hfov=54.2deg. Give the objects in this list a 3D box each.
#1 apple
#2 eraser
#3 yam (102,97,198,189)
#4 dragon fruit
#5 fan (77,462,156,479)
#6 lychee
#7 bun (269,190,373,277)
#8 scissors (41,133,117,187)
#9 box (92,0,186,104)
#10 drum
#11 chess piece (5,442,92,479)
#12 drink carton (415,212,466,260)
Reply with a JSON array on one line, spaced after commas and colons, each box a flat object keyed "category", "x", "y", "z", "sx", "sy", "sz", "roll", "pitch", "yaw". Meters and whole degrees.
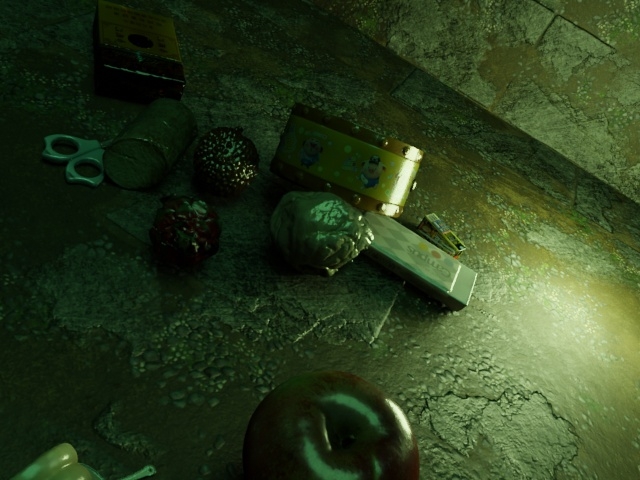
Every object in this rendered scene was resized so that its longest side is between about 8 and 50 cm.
[{"category": "apple", "x": 0.017, "y": 0.416, "z": 1.165, "sx": 0.348, "sy": 0.277, "sz": 0.349, "roll": 15, "pitch": 40, "yaw": -13}, {"category": "eraser", "x": 0.276, "y": 0.052, "z": 1.892, "sx": 0.396, "sy": 0.082, "sz": 0.213, "roll": 33, "pitch": 39, "yaw": 3}, {"category": "yam", "x": -0.457, "y": -0.270, "z": 1.719, "sx": 0.168, "sy": 0.168, "sz": 0.304, "roll": 25, "pitch": 37, "yaw": -6}, {"category": "dragon fruit", "x": -0.328, "y": -0.027, "z": 1.525, "sx": 0.182, "sy": 0.182, "sz": 0.189, "roll": 19, "pitch": 59, "yaw": -14}, {"category": "fan", "x": -0.392, "y": 0.441, "z": 1.089, "sx": 0.226, "sy": 0.008, "sz": 0.152, "roll": -14, "pitch": 55, "yaw": -41}, {"category": "lychee", "x": -0.266, "y": -0.229, "z": 1.769, "sx": 0.200, "sy": 0.200, "sz": 0.238, "roll": 19, "pitch": 61, "yaw": -13}, {"category": "bun", "x": -0.012, "y": -0.008, "z": 1.657, "sx": 0.281, "sy": 0.281, "sz": 0.205, "roll": 29, "pitch": 72, "yaw": -1}, {"category": "scissors", "x": -0.587, "y": -0.255, "z": 1.724, "sx": 0.191, "sy": 0.029, "sz": 0.360, "roll": 41, "pitch": 37, "yaw": 7}, {"category": "box", "x": -0.596, "y": -0.606, "z": 2.036, "sx": 0.264, "sy": 0.116, "sz": 0.415, "roll": 8, "pitch": 42, "yaw": -27}, {"category": "drum", "x": 0.080, "y": -0.234, "z": 1.838, "sx": 0.431, "sy": 0.214, "sz": 0.431, "roll": 20, "pitch": 9, "yaw": -3}, {"category": "chess piece", "x": -0.368, "y": 0.479, "z": 0.957, "sx": 0.300, "sy": 0.167, "sz": 0.167, "roll": 47, "pitch": 40, "yaw": 8}, {"category": "drink carton", "x": 0.392, "y": -0.006, "z": 2.039, "sx": 0.056, "sy": 0.071, "sz": 0.166, "roll": -17, "pitch": 57, "yaw": -39}]
